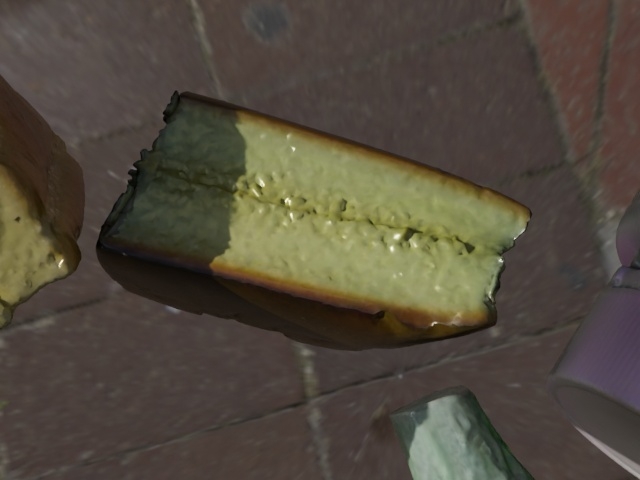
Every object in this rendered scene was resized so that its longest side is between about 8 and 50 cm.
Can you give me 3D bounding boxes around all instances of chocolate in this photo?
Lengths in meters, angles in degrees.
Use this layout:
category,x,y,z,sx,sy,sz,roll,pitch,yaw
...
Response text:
category,x,y,z,sx,sy,sz,roll,pitch,yaw
chocolate,0.128,0.231,1.222,0.110,0.110,0.291,-25,90,0

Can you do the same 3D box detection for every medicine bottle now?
category,x,y,z,sx,sy,sz,roll,pitch,yaw
medicine bottle,0.327,0.039,1.412,0.241,0.241,0.302,35,79,4

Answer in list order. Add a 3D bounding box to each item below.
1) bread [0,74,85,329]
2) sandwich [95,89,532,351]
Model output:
category,x,y,z,sx,sy,sz,roll,pitch,yaw
bread,-0.247,-0.075,1.141,0.111,0.246,0.239,-38,104,4
sandwich,0.000,0.000,1.157,0.235,0.128,0.122,17,80,9
